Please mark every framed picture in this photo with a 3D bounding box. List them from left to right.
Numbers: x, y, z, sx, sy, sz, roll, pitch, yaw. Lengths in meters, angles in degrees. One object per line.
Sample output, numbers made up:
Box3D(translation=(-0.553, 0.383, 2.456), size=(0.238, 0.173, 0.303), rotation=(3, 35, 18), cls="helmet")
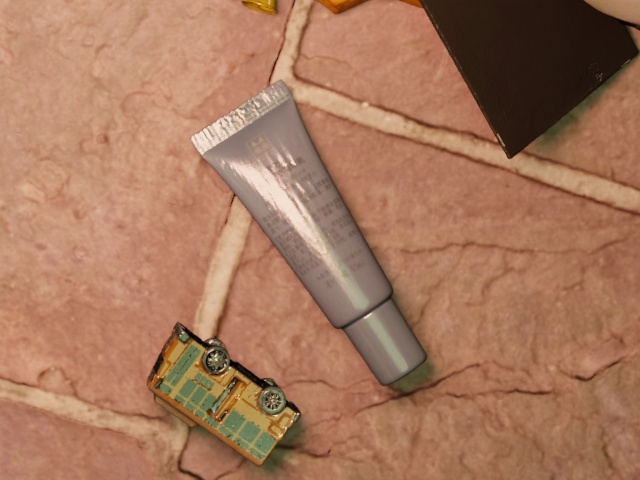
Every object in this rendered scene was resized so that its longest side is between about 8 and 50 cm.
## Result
Box3D(translation=(0.233, -0.298, 1.925), size=(0.244, 0.013, 0.324), rotation=(-39, 106, -24), cls="framed picture")

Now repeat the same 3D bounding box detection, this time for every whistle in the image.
Box3D(translation=(-0.068, -0.333, 1.951), size=(0.046, 0.057, 0.109), rotation=(20, 80, -51), cls="whistle")

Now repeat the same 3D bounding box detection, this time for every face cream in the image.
Box3D(translation=(0.000, 0.000, 1.953), size=(0.135, 0.086, 0.385), rotation=(-33, 91, -6), cls="face cream")

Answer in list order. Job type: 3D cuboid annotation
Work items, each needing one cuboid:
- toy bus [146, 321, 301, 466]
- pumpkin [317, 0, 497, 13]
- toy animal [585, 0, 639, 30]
Box3D(translation=(-0.124, 0.186, 1.946), size=(0.182, 0.091, 0.103), rotation=(37, 89, -9), cls="toy bus")
Box3D(translation=(0.076, -0.386, 1.928), size=(0.258, 0.095, 0.290), rotation=(-11, 98, -11), cls="pumpkin")
Box3D(translation=(0.415, -0.399, 1.879), size=(0.251, 0.251, 0.310), rotation=(40, 86, -7), cls="toy animal")
